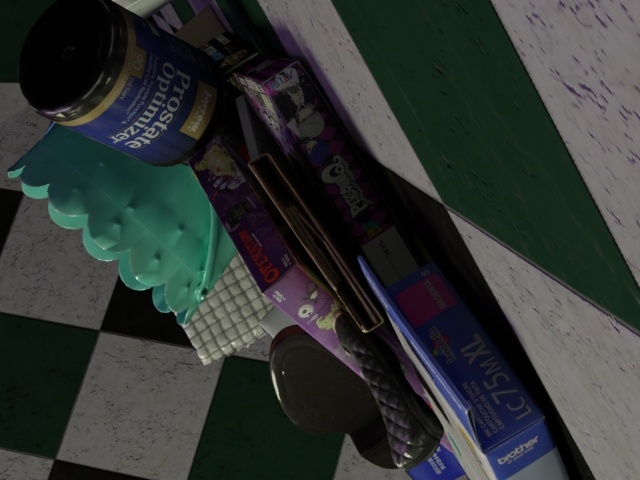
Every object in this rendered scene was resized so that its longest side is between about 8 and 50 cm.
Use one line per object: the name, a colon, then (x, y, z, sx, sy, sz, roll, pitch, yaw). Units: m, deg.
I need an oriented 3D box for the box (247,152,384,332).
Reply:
box: (0.000, 0.000, 1.251, 0.164, 0.021, 0.201, 55, -177, 1)

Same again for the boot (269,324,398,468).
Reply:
boot: (-0.001, 0.081, 1.589, 0.264, 0.096, 0.280, 33, -156, -43)

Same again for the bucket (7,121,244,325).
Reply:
bucket: (-0.202, -0.056, 1.718, 0.281, 0.183, 0.281, 39, 171, 7)

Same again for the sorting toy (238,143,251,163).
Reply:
sorting toy: (-0.096, -0.095, 1.885, 0.347, 0.047, 0.196, -130, 32, -64)

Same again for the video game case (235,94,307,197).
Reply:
video game case: (-0.037, -0.084, 1.454, 0.122, 0.011, 0.087, 28, -139, -54)

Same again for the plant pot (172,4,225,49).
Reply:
plant pot: (-0.144, -0.200, 1.752, 0.109, 0.096, 0.109, 59, 176, -3)

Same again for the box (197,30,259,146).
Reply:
box: (-0.054, -0.112, 1.613, 0.220, 0.051, 0.175, 60, 176, -20)

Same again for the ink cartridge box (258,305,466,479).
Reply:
ink cartridge box: (0.070, 0.211, 1.870, 0.333, 0.065, 0.165, 40, 172, 29)

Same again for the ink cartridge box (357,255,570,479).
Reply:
ink cartridge box: (0.134, 0.147, 1.167, 0.185, 0.065, 0.311, 57, 178, 45)

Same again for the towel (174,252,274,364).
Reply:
towel: (-0.124, 0.007, 2.114, 0.283, 0.235, 0.121, 59, 180, 7)

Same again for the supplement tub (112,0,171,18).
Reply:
supplement tub: (-0.247, -0.337, 1.627, 0.199, 0.144, 0.144, 58, 176, -1)

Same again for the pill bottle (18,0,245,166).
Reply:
pill bottle: (-0.167, -0.141, 1.401, 0.219, 0.123, 0.122, 23, -153, -52)

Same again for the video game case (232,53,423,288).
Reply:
video game case: (0.002, -0.067, 1.327, 0.210, 0.042, 0.232, 58, 176, -13)

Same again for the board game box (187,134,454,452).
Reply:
board game box: (0.018, 0.057, 1.444, 0.347, 0.056, 0.208, 43, -174, -43)

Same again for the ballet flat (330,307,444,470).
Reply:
ballet flat: (0.046, 0.118, 1.242, 0.057, 0.049, 0.173, 33, -163, -44)
